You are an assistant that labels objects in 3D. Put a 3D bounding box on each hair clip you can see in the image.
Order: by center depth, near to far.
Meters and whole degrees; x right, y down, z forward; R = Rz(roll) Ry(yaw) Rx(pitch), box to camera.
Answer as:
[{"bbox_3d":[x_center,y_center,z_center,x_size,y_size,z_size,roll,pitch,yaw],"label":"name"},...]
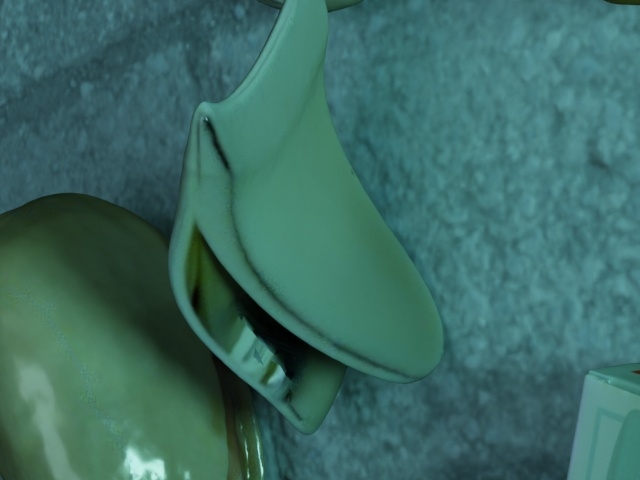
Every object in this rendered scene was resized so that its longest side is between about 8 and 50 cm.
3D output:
[{"bbox_3d":[-0.018,-0.002,1.157,0.113,0.172,0.282,-11,122,32],"label":"hair clip"}]

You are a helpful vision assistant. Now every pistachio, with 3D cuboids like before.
[{"bbox_3d":[-0.149,0.102,1.318,0.187,0.187,0.299,-46,67,38],"label":"pistachio"}]

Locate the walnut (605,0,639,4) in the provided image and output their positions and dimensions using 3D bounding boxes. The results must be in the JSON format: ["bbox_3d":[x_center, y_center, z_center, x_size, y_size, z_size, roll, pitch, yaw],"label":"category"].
[{"bbox_3d":[0.185,-0.215,0.957,0.159,0.159,0.206,53,128,31],"label":"walnut"}]

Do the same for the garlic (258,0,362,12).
[{"bbox_3d":[-0.011,-0.252,1.138,0.203,0.185,0.281,52,127,22],"label":"garlic"}]

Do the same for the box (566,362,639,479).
[{"bbox_3d":[0.195,0.210,1.019,0.135,0.079,0.269,19,106,44],"label":"box"}]
